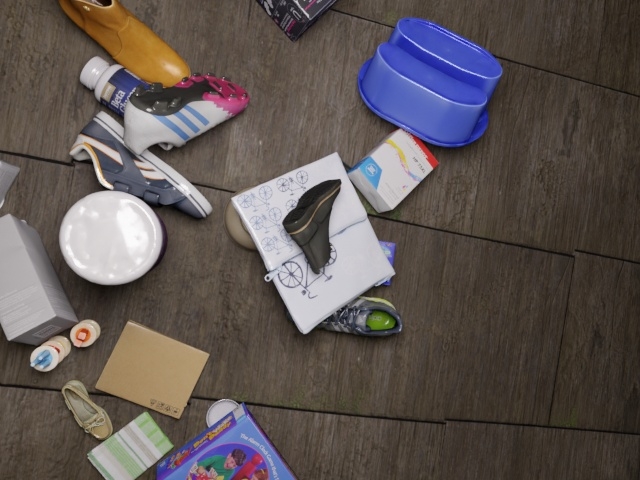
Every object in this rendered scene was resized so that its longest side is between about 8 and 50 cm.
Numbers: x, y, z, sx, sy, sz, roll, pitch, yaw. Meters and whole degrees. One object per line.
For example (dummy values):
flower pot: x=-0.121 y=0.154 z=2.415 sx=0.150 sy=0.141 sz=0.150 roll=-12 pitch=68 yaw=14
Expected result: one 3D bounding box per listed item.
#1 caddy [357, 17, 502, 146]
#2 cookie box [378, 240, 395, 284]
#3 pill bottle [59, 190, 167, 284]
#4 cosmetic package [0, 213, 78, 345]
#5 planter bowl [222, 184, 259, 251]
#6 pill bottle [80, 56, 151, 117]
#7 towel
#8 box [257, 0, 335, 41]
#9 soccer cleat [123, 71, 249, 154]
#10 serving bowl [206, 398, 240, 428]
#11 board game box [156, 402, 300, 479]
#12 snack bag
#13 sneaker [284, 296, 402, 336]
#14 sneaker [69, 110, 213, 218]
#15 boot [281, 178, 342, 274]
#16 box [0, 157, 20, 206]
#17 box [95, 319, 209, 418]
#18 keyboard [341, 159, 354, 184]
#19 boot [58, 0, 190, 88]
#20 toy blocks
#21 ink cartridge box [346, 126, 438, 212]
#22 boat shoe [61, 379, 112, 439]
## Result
caddy: x=0.259 y=-0.369 z=1.204 sx=0.342 sy=0.179 sz=0.241 roll=31 pitch=60 yaw=6
cookie box: x=0.134 y=0.054 z=1.260 sx=0.092 sy=0.040 sz=0.107 roll=9 pitch=87 yaw=-14
pill bottle: x=-0.394 y=-0.003 z=0.992 sx=0.170 sy=0.301 sz=0.169 roll=0 pitch=89 yaw=-14
cosmetic package: x=-0.596 y=0.079 z=1.002 sx=0.107 sy=0.127 sz=0.237 roll=-31 pitch=78 yaw=-12
planter bowl: x=-0.141 y=-0.053 z=1.156 sx=0.162 sy=0.109 sz=0.161 roll=0 pitch=89 yaw=-14
pill bottle: x=-0.428 y=-0.322 z=1.090 sx=0.169 sy=0.094 sz=0.094 roll=34 pitch=82 yaw=-9
towel: x=-0.428 y=0.476 z=1.130 sx=0.152 sy=0.023 sz=0.113 roll=-36 pitch=100 yaw=-14
box: x=-0.007 y=-0.614 z=1.164 sx=0.247 sy=0.163 sz=0.142 roll=-46 pitch=104 yaw=-10
soccer cleat: x=-0.291 y=-0.274 z=1.083 sx=0.116 sy=0.143 sz=0.331 roll=40 pitch=35 yaw=13
serving bowl: x=-0.226 y=0.412 z=1.175 sx=0.084 sy=0.027 sz=0.083 roll=0 pitch=90 yaw=-15
board game box: x=-0.174 y=0.586 z=1.145 sx=0.233 sy=0.078 sz=0.347 roll=-34 pitch=104 yaw=-12
snack bag: x=0.000 y=0.000 z=1.133 sx=0.323 sy=0.037 sz=0.342 roll=-28 pitch=95 yaw=-35
sneaker: x=0.064 y=0.174 z=1.201 sx=0.300 sy=0.121 sz=0.110 roll=5 pitch=88 yaw=-14
sneaker: x=-0.391 y=-0.130 z=1.087 sx=0.321 sy=0.126 sz=0.127 roll=39 pitch=76 yaw=0
boot: x=0.003 y=-0.035 z=1.093 sx=0.198 sy=0.077 sz=0.137 roll=-48 pitch=122 yaw=-37
box: x=-0.748 y=-0.116 z=0.996 sx=0.182 sy=0.119 sz=0.180 roll=28 pitch=83 yaw=-12
box: x=-0.380 y=0.295 z=1.140 sx=0.201 sy=0.021 sz=0.164 roll=26 pitch=84 yaw=-12
keyboard: x=0.030 y=-0.109 z=1.245 sx=0.108 sy=0.023 sz=0.180 roll=36 pitch=82 yaw=-5
boot: x=-0.409 y=-0.434 z=1.036 sx=0.295 sy=0.211 sz=0.104 roll=31 pitch=83 yaw=-13
toy blocks: x=-0.530 y=0.219 z=1.036 sx=0.123 sy=0.148 sz=0.054 roll=-30 pitch=98 yaw=-12
ink cartridge box: x=0.195 y=-0.194 z=1.246 sx=0.231 sy=0.078 sz=0.134 roll=-44 pitch=100 yaw=-18
boat shoe: x=-0.512 y=0.376 z=1.092 sx=0.056 sy=0.048 sz=0.152 roll=-30 pitch=97 yaw=-12
